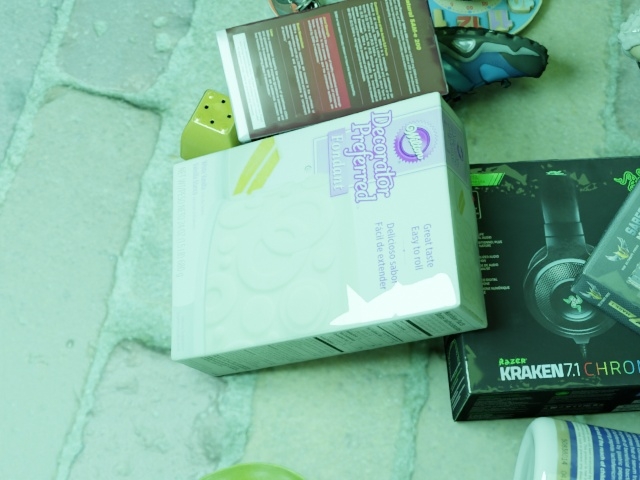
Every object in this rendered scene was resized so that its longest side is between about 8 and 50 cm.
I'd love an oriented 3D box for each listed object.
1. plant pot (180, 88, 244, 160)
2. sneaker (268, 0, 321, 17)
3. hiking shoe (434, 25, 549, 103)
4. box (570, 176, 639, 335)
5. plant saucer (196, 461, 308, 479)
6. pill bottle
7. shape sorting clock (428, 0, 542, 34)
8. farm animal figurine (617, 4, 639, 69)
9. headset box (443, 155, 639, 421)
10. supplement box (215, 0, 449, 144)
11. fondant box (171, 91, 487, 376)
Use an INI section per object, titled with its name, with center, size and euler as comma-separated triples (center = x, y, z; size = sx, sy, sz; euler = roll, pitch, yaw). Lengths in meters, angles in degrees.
[plant pot]
center = -0.121, -0.136, 1.279
size = 0.081, 0.083, 0.081
euler = 22, 69, 9
[sneaker]
center = -0.019, -0.279, 1.347
size = 0.061, 0.065, 0.158
euler = -33, 72, -13
[hiking shoe]
center = 0.125, -0.193, 1.300
size = 0.304, 0.113, 0.132
euler = -1, 104, 4
[box]
center = 0.397, 0.004, 1.103
size = 0.183, 0.059, 0.233
euler = 33, 70, 10
[plant saucer]
center = -0.090, 0.335, 1.061
size = 0.241, 0.037, 0.241
euler = -18, 42, 17
[pill bottle]
center = 0.335, 0.275, 1.079
size = 0.264, 0.153, 0.153
euler = 9, 68, 4
[shape sorting clock]
center = 0.190, -0.340, 1.388
size = 0.206, 0.040, 0.206
euler = 0, 68, -1
[farm animal figurine]
center = 0.523, -0.297, 1.285
size = 0.326, 0.330, 0.172
euler = -29, 71, 18
[headset box]
center = 0.260, 0.045, 1.184
size = 0.246, 0.131, 0.283
euler = -2, 67, -2
[supplement box]
center = 0.013, -0.197, 1.201
size = 0.239, 0.073, 0.130
euler = -12, 89, 3
[fondant box]
center = 0.000, 0.000, 1.149
size = 0.330, 0.096, 0.238
euler = -12, 66, 22
